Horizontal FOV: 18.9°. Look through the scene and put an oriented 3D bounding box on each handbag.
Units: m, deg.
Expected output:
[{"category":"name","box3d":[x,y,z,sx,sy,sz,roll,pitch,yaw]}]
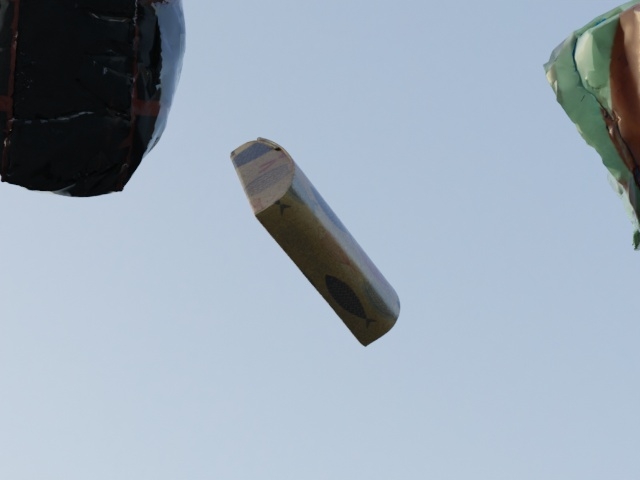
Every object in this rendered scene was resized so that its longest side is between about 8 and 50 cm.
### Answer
[{"category":"handbag","box3d":[-0.180,-0.144,1.427,0.155,0.215,0.169,5,8,-10]}]

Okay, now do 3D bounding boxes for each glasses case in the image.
[{"category":"glasses case","box3d":[0.000,0.000,1.309,0.041,0.065,0.170,-32,-44,7]}]

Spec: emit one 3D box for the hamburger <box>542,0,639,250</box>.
[{"category":"hamburger","box3d":[0.281,-0.073,1.123,0.276,0.260,0.150,45,-14,-11]}]
